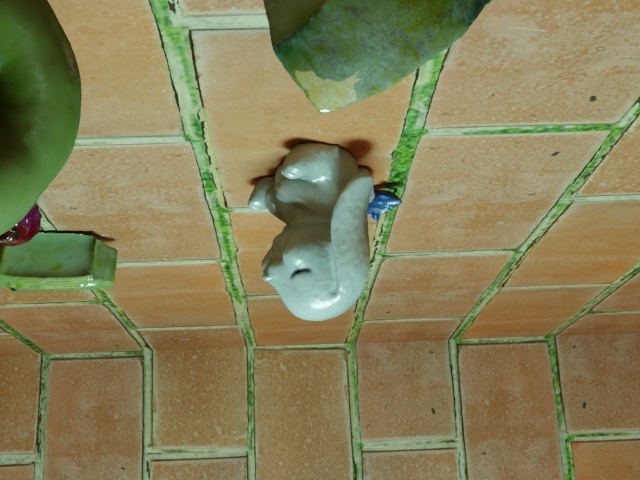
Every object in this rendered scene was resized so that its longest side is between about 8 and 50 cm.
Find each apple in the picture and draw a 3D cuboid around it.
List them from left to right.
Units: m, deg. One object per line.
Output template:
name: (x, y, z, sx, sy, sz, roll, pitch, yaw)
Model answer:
apple: (-0.424, -0.151, 0.888, 0.358, 0.357, 0.357, -2, 162, -1)

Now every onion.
onion: (-0.547, -0.034, 1.614, 0.107, 0.097, 0.107, -8, 144, -6)

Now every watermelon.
watermelon: (0.065, -0.265, 0.856, 0.310, 0.232, 0.193, -55, 142, 8)

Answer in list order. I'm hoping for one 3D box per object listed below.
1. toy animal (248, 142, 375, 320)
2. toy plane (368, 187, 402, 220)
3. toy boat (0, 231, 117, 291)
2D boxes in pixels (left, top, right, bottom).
toy animal: (0.000, 0.000, 1.517, 0.206, 0.264, 0.272, 4, 159, -25)
toy plane: (0.070, -0.065, 1.659, 0.167, 0.062, 0.054, 0, 165, 28)
toy boat: (-0.548, 0.042, 1.818, 0.277, 0.111, 0.084, 2, 157, -2)
